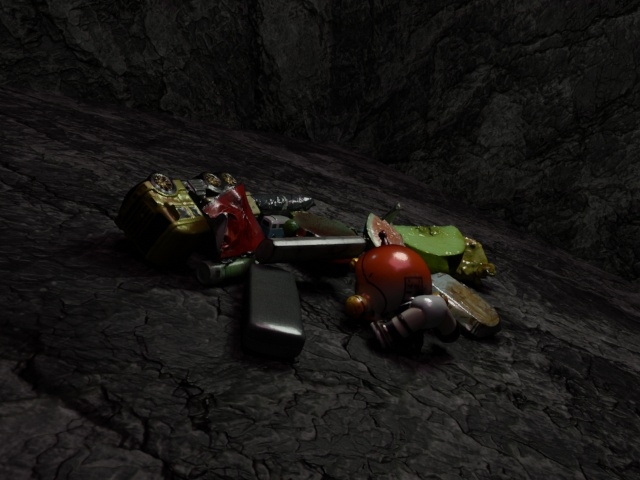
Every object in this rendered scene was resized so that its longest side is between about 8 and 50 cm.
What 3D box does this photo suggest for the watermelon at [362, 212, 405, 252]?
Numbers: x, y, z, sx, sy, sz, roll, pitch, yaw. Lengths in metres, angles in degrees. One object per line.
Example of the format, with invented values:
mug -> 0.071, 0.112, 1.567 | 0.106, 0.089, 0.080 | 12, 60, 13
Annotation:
watermelon -> 0.188, 0.041, 1.665 | 0.128, 0.146, 0.231 | 9, 47, -20

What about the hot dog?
hot dog -> 0.419, 0.197, 1.525 | 0.162, 0.082, 0.270 | -17, 47, -40

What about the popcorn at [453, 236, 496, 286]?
popcorn -> 0.550, 0.088, 1.882 | 0.168, 0.174, 0.195 | -30, 70, -18

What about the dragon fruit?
dragon fruit -> 0.000, 0.000, 1.600 | 0.295, 0.130, 0.268 | 8, 25, -30

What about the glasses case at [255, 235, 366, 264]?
glasses case -> -0.022, 0.023, 1.369 | 0.299, 0.060, 0.114 | -2, -18, -34

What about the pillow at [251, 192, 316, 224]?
pillow -> -0.171, -0.113, 1.737 | 0.334, 0.161, 0.093 | -3, 71, -39

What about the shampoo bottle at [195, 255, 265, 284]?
shampoo bottle -> -0.222, 0.071, 1.300 | 0.065, 0.065, 0.204 | 31, 22, 33

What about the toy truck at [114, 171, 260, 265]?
toy truck -> -0.332, -0.056, 1.371 | 0.254, 0.181, 0.405 | 49, 25, 14

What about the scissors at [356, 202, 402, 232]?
scissors -> 0.221, -0.053, 1.823 | 0.137, 0.289, 0.041 | 15, 60, -14

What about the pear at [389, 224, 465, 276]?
pear -> 0.377, 0.062, 1.748 | 0.292, 0.160, 0.292 | 5, 26, -3

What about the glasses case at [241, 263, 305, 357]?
glasses case -> -0.113, 0.151, 1.162 | 0.131, 0.074, 0.323 | 14, 19, -12

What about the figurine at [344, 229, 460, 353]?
figurine -> 0.208, 0.133, 1.334 | 0.319, 0.196, 0.323 | 1, 35, -28

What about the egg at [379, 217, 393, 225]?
egg -> 0.236, -0.038, 1.989 | 0.103, 0.103, 0.135 | 30, 25, 29

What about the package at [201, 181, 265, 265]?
package -> -0.216, -0.046, 1.298 | 0.071, 0.194, 0.269 | -6, 11, 22

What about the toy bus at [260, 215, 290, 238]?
toy bus -> -0.144, -0.046, 1.690 | 0.060, 0.075, 0.122 | 33, 23, 37
